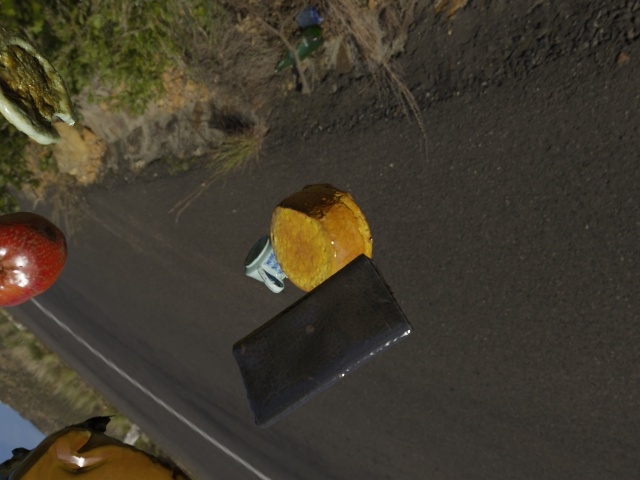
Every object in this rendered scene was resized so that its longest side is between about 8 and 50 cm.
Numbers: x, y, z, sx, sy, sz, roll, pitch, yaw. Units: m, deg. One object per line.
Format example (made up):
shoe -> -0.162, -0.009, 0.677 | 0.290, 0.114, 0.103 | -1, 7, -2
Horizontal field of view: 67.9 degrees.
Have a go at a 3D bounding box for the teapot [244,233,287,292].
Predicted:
teapot -> -0.147, 0.073, 1.491 | 0.158, 0.232, 0.159 | -1, 121, -1

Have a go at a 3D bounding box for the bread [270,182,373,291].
bread -> -0.004, 0.000, 1.273 | 0.312, 0.172, 0.312 | 27, 127, 42

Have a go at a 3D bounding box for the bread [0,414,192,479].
bread -> -0.288, 0.341, 0.519 | 0.250, 0.279, 0.225 | 51, 153, -24

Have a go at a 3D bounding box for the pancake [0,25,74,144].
pancake -> -0.610, -0.325, 0.997 | 0.037, 0.254, 0.254 | -15, 128, 8

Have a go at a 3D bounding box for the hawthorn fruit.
hawthorn fruit -> -0.917, 0.041, 1.441 | 0.275, 0.300, 0.275 | 1, 127, 1

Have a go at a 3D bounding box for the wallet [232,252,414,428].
wallet -> -0.007, 0.175, 0.836 | 0.044, 0.321, 0.170 | 38, -161, -57
